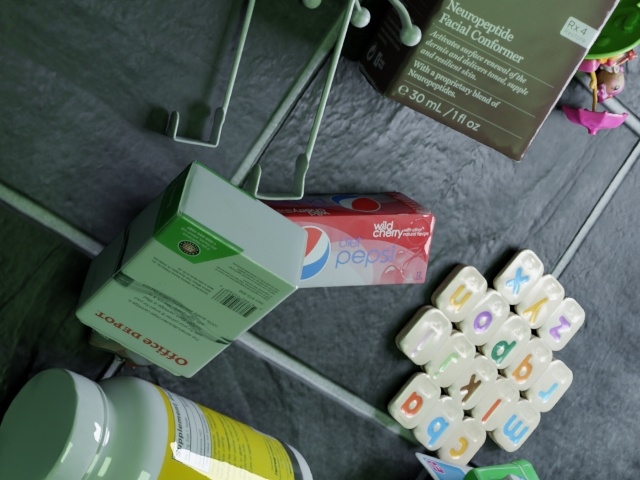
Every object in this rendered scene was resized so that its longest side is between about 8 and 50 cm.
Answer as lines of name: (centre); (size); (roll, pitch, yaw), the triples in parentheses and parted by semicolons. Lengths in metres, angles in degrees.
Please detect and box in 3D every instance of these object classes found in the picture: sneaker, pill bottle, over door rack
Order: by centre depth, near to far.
over door rack: (-0.012, -0.207, 1.602); (0.108, 0.239, 0.324); (23, 95, -31)
pill bottle: (-0.181, 0.261, 1.713); (0.334, 0.188, 0.188); (29, 92, -37)
sneaker: (-0.192, 0.113, 1.740); (0.158, 0.061, 0.065); (19, 125, -36)

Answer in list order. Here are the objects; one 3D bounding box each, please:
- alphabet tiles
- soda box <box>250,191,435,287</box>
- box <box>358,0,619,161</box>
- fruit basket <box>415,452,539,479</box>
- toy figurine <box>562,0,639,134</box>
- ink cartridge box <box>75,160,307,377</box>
alphabet tiles: (0.217, 0.155, 2.030); (0.278, 0.021, 0.284); (-50, 127, -6)
soda box: (0.000, 0.000, 1.789); (0.263, 0.083, 0.092); (-2, 110, -32)
box: (0.223, -0.298, 1.708); (0.191, 0.143, 0.381); (23, 106, -21)
fruit basket: (0.306, 0.411, 1.989); (0.353, 0.327, 0.165); (16, 122, -40)
toy figurine: (0.346, -0.214, 1.928); (0.173, 0.130, 0.159); (-51, 146, -36)
ink cartridge box: (-0.136, 0.035, 1.627); (0.153, 0.087, 0.208); (33, 131, -21)
